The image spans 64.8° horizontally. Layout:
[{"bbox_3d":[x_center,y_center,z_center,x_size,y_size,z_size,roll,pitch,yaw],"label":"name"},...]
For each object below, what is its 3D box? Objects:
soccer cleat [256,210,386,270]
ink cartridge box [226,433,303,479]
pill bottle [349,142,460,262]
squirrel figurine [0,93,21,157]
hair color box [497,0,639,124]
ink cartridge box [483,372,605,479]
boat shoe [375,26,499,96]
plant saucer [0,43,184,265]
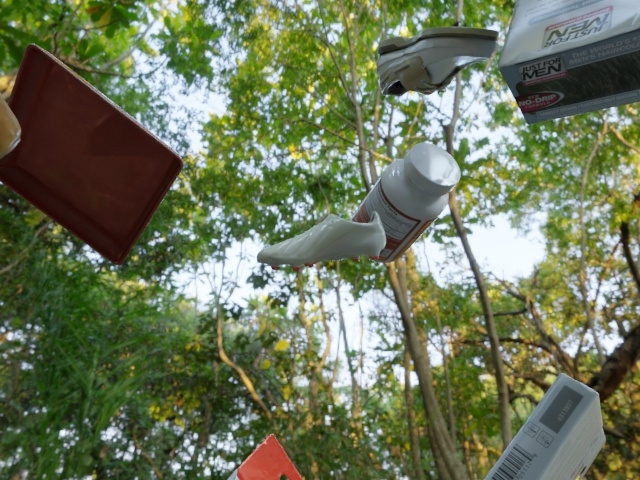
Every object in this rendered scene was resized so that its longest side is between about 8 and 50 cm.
[{"bbox_3d":[0.000,0.000,0.757,0.197,0.076,0.068,-7,4,-6],"label":"soccer cleat"},{"bbox_3d":[-0.114,0.655,1.087,0.091,0.385,0.308,-32,-89,39],"label":"ink cartridge box"},{"bbox_3d":[0.143,-0.063,0.874,0.121,0.121,0.216,15,-39,-16],"label":"pill bottle"},{"bbox_3d":[-0.444,-0.161,0.239,0.397,0.370,0.281,49,-30,2],"label":"squirrel figurine"},{"bbox_3d":[0.387,-0.348,0.693,0.186,0.374,0.113,-4,-37,43],"label":"hair color box"},{"bbox_3d":[0.314,0.306,0.694,0.066,0.189,0.232,32,-13,39],"label":"ink cartridge box"},{"bbox_3d":[0.198,-0.310,0.892,0.113,0.302,0.103,0,-77,-21],"label":"boat shoe"},{"bbox_3d":[-0.358,-0.121,0.776,0.259,0.047,0.258,38,-57,-9],"label":"plant saucer"}]
